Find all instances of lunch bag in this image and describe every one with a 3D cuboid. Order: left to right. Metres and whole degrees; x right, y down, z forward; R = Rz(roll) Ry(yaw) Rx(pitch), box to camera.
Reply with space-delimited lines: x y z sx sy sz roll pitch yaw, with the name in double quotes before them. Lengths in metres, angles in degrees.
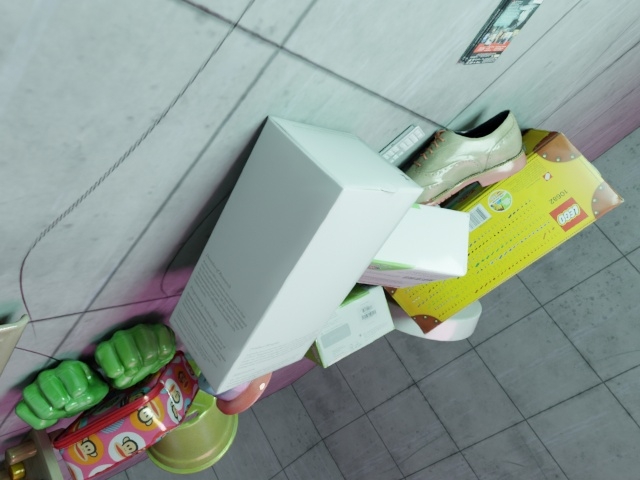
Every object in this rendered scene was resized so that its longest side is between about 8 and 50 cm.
"lunch bag" -0.405 0.364 0.931 0.258 0.120 0.293 -29 -175 -2

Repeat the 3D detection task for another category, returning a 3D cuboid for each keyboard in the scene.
"keyboard" 0.085 -0.119 0.820 0.256 0.014 0.072 -39 161 18

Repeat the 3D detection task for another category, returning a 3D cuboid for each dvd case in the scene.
"dvd case" 0.265 -0.309 0.637 0.087 0.013 0.119 -20 159 -35

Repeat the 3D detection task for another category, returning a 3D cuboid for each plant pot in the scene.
"plant pot" -0.366 0.457 1.200 0.276 0.276 0.254 -24 149 -26

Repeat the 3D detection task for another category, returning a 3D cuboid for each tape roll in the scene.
"tape roll" 0.287 0.168 1.343 0.392 0.392 0.072 -11 121 -50

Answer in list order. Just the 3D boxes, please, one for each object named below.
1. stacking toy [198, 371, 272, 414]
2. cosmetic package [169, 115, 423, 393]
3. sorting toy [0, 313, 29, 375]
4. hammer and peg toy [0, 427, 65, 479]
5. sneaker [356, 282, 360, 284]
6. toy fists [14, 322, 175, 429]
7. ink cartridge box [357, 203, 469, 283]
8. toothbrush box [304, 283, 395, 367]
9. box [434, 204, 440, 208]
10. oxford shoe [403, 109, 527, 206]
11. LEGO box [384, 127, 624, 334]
"stacking toy" -0.179 0.204 0.972 0.279 0.130 0.309 -17 -146 53
"cosmetic package" -0.045 0.029 0.636 0.197 0.155 0.365 -4 133 -52
"sorting toy" -0.474 0.151 0.522 0.347 0.047 0.196 -44 163 32
"hammer and peg toy" -0.620 0.630 0.997 0.266 0.361 0.127 -44 159 26
"sneaker" 0.112 0.037 1.088 0.227 0.130 0.087 -18 158 -44
"toy fists" -0.397 0.242 0.803 0.279 0.096 0.142 -27 161 -14
"ink cartridge box" 0.123 0.015 0.840 0.198 0.115 0.273 9 168 -10
"toothbrush box" 0.013 0.189 1.112 0.206 0.122 0.283 -22 -171 -24
"box" 0.196 -0.068 1.019 0.102 0.087 0.101 -20 157 -37
"oxford shoe" 0.225 -0.152 0.871 0.348 0.123 0.130 -23 117 -1
"LEGO box" 0.407 -0.041 1.112 0.500 0.193 0.372 -41 180 23
